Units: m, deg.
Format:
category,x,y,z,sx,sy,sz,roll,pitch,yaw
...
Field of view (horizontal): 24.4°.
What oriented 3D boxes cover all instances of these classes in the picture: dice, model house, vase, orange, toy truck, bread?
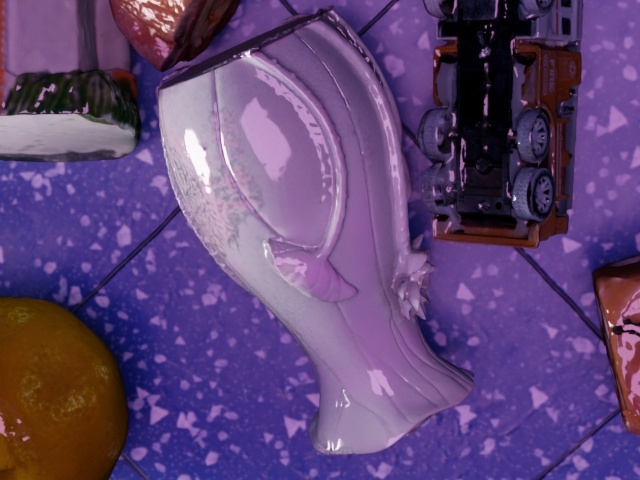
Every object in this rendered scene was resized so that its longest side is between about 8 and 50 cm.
category,x,y,z,sx,sy,sz,roll,pitch,yaw
dice,0.384,0.099,1.540,0.174,0.179,0.174,-13,95,9
model house,-0.325,-0.243,1.566,0.272,0.190,0.300,0,85,10
vase,0.000,0.000,1.537,0.250,0.250,0.445,-21,103,9
orange,-0.348,0.196,1.601,0.279,0.235,0.279,3,108,10
toy truck,0.203,-0.169,1.509,0.133,0.184,0.338,5,97,35
bread,-0.116,-0.313,1.487,0.123,0.190,0.244,35,125,0

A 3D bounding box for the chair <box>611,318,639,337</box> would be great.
category,x,y,z,sx,sy,sz,roll,pitch,yaw
chair,0.384,0.134,1.375,0.149,0.174,0.213,-26,84,14
